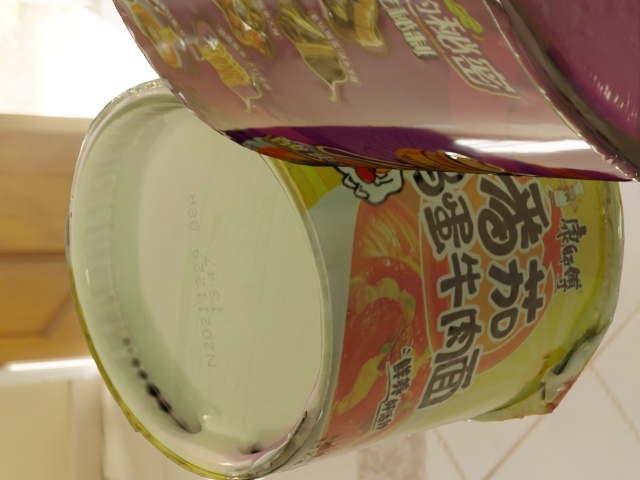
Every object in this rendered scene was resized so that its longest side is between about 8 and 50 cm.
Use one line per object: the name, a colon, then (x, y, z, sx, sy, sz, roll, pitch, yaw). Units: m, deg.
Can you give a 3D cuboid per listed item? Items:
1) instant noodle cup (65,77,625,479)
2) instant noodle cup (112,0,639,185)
instant noodle cup: (0.000, 0.000, 0.704, 0.264, 0.200, 0.264, 15, 111, 43)
instant noodle cup: (0.052, -0.129, 0.433, 0.190, 0.251, 0.251, -3, 88, 50)
